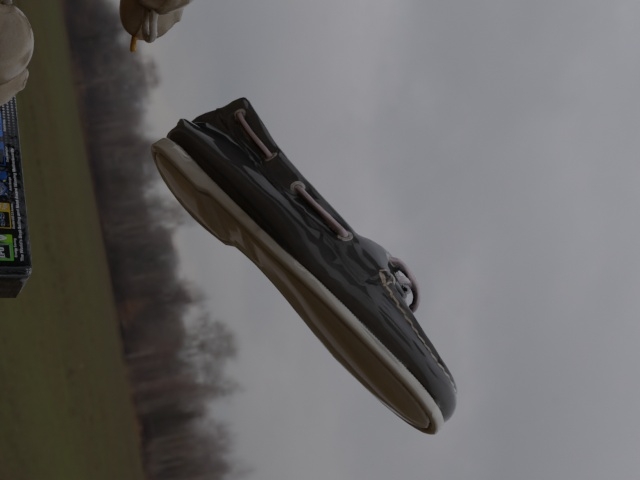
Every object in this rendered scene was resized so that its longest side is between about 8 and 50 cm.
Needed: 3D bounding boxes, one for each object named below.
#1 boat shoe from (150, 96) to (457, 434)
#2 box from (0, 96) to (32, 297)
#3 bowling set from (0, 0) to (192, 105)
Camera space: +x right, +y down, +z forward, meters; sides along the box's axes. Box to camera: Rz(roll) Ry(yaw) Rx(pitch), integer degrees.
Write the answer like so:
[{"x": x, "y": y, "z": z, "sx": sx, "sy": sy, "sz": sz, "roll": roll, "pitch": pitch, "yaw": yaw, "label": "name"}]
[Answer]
[{"x": 0.000, "y": 0.000, "z": 0.895, "sx": 0.335, "sy": 0.095, "sz": 0.112, "roll": 43, "pitch": -17, "yaw": 31, "label": "boat shoe"}, {"x": -0.301, "y": -0.053, "z": 0.835, "sx": 0.045, "sy": 0.184, "sz": 0.191, "roll": -44, "pitch": -131, "yaw": 50, "label": "box"}, {"x": -0.107, "y": -0.192, "z": 0.746, "sx": 0.154, "sy": 0.199, "sz": 0.287, "roll": 173, "pitch": -68, "yaw": -72, "label": "bowling set"}]
